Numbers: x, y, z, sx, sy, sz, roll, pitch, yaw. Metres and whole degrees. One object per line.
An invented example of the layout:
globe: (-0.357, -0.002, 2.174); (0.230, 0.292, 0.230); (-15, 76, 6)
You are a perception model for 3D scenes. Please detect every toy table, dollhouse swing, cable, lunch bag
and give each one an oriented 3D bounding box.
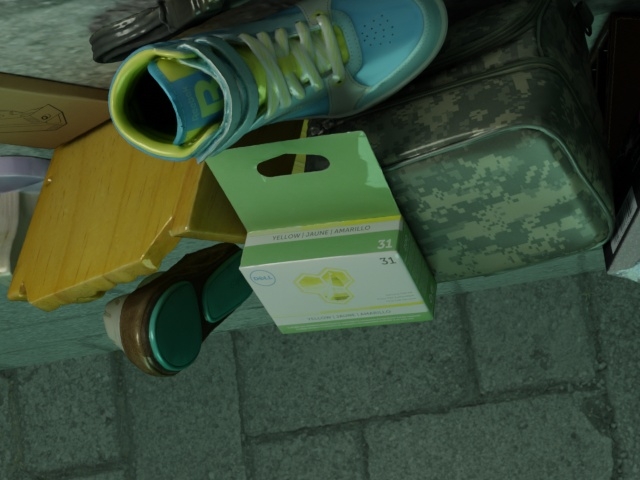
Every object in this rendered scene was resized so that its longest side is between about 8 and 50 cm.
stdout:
toy table: (-0.399, -0.004, 1.680); (0.252, 0.161, 0.274); (-11, 167, 13)
dollhouse swing: (-0.122, -0.023, 1.467); (0.346, 0.315, 0.305); (-18, 140, 42)
cable: (-0.124, -0.224, 1.112); (0.139, 0.072, 0.287); (-22, -172, -25)
lunch bag: (0.138, -0.115, 1.282); (0.305, 0.256, 0.212); (-16, 135, 28)

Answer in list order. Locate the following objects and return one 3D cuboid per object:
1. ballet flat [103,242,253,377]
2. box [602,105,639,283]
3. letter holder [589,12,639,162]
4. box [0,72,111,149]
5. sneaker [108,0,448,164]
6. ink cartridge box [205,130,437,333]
ballet flat: (-0.188, 0.081, 1.510); (0.124, 0.116, 0.342); (-3, -163, 18)
box: (0.386, -0.080, 1.203); (0.142, 0.247, 0.163); (18, -150, -3)
letter holder: (0.461, -0.121, 1.403); (0.301, 0.215, 0.152); (4, 170, 3)
box: (-0.340, -0.143, 1.377); (0.164, 0.021, 0.201); (-19, 164, 42)
sneaker: (-0.042, -0.148, 1.112); (0.318, 0.127, 0.208); (-19, -171, 13)
ink cartridge box: (0.000, 0.000, 1.204); (0.171, 0.056, 0.235); (-6, 142, 21)
